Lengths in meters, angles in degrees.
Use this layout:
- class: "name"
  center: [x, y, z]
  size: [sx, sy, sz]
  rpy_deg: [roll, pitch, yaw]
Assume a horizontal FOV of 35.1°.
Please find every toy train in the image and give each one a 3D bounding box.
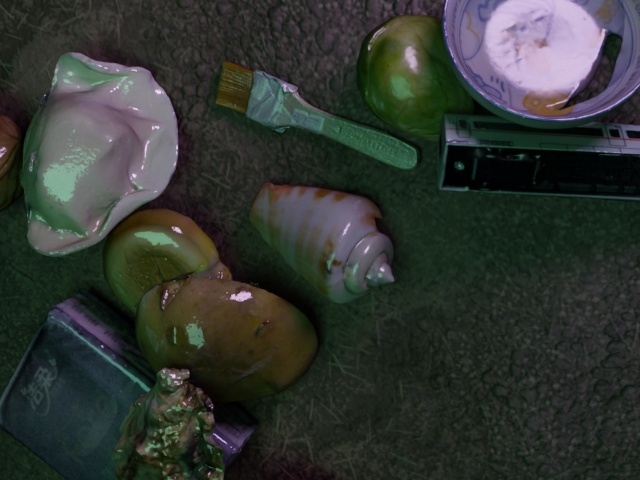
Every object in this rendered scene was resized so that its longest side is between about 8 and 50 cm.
- class: "toy train"
  center: [0.360, -0.110, 1.336]
  size: [0.407, 0.088, 0.086]
  rpy_deg: [4, 134, 0]

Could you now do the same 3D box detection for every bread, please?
- class: "bread"
  center: [-0.246, 0.042, 1.618]
  size: [0.213, 0.104, 0.213]
  rpy_deg: [3, 125, 4]

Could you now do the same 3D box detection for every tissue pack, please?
- class: "tissue pack"
  center: [-0.341, 0.310, 1.737]
  size: [0.394, 0.124, 0.288]
  rpy_deg: [38, 115, 6]

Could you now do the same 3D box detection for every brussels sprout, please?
- class: "brussels sprout"
  center: [0.126, -0.219, 1.393]
  size: [0.131, 0.145, 0.183]
  rpy_deg: [-13, 97, 54]

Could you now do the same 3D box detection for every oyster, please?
- class: "oyster"
  center: [-0.248, 0.352, 1.569]
  size: [0.201, 0.107, 0.354]
  rpy_deg: [12, 114, 29]

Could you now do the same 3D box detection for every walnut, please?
- class: "walnut"
  center: [-0.587, -0.135, 1.652]
  size: [0.228, 0.228, 0.227]
  rpy_deg: [6, 108, 19]

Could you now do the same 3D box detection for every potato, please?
- class: "potato"
  center: [-0.154, 0.172, 1.575]
  size: [0.299, 0.116, 0.239]
  rpy_deg: [13, 127, -5]

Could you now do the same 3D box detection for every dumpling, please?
- class: "dumpling"
  center: [-0.344, -0.126, 1.586]
  size: [0.243, 0.187, 0.318]
  rpy_deg: [5, 85, -4]

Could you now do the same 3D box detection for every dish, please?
- class: "dish"
  center: [0.292, -0.254, 1.318]
  size: [0.274, 0.134, 0.273]
  rpy_deg: [-1, 72, 4]

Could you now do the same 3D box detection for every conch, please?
- class: "conch"
  center: [-0.003, 0.004, 1.512]
  size: [0.255, 0.127, 0.158]
  rpy_deg: [19, 113, 15]

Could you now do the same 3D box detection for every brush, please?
- class: "brush"
  center: [-0.005, -0.179, 1.514]
  size: [0.337, 0.020, 0.085]
  rpy_deg: [22, 113, 13]
